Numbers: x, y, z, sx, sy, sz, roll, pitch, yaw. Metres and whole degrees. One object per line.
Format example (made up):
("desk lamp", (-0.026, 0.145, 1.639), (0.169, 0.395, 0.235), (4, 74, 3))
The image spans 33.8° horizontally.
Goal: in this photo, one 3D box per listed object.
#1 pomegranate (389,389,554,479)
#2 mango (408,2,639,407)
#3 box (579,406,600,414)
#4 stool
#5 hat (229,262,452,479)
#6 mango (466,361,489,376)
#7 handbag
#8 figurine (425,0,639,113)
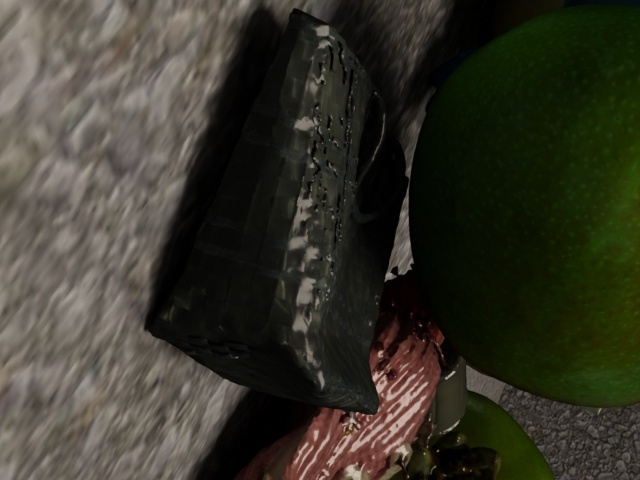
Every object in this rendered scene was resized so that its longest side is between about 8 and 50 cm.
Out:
("pomegranate", (0.158, 0.325, 1.196), (0.309, 0.216, 0.358), (-50, 170, -22))
("mango", (0.167, -0.012, 0.658), (0.201, 0.225, 0.382), (-56, 163, -18))
("box", (0.299, 0.077, 1.377), (0.225, 0.225, 0.117), (-68, 164, 0))
("stool", (0.102, 0.138, 1.061), (0.096, 0.096, 0.110), (-55, 154, -39))
("hat", (0.026, 0.135, 0.776), (0.286, 0.107, 0.236), (-53, 169, -30))
("mango", (0.229, -0.001, 1.158), (0.193, 0.146, 0.316), (-5, -118, 63))
("handbag", (0.000, 0.000, 0.575), (0.270, 0.089, 0.175), (51, 55, -72))
("figurine", (0.213, -0.179, 0.851), (0.416, 0.243, 0.297), (-126, -133, -85))
